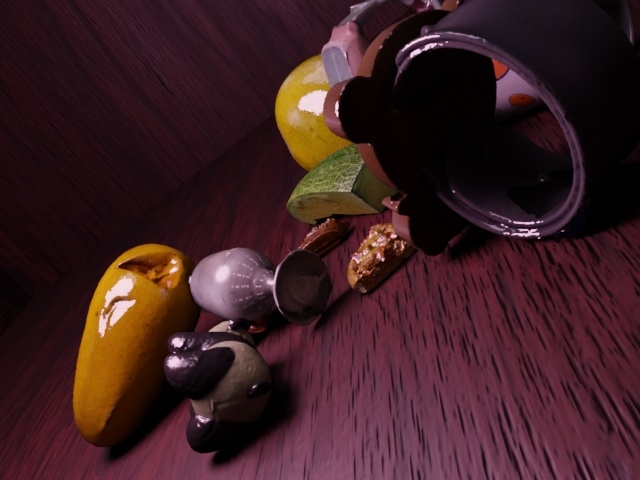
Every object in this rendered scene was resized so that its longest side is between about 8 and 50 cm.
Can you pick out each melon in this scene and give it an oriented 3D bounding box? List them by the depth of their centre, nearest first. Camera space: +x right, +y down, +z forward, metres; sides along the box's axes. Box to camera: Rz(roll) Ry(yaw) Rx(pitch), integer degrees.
[{"bbox_3d":[0.029,-0.104,1.666,0.196,0.124,0.323,-40,15,-34],"label":"melon"}]

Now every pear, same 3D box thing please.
[{"bbox_3d":[0.049,-0.275,1.816,0.294,0.294,0.294,-36,16,12],"label":"pear"}]

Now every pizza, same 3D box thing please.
[{"bbox_3d":[0.097,0.010,1.323,0.134,0.046,0.175,-33,16,21],"label":"pizza"}]

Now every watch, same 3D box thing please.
[{"bbox_3d":[0.230,-0.142,1.060,0.314,0.335,0.327,-41,33,-27],"label":"watch"},{"bbox_3d":[0.141,-0.342,1.603,0.241,0.253,0.162,-22,15,-15],"label":"watch"}]

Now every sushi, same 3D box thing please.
[{"bbox_3d":[0.000,0.000,1.575,0.120,0.052,0.055,-39,30,9],"label":"sushi"}]

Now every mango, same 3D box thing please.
[{"bbox_3d":[-0.320,0.182,1.487,0.253,0.182,0.365,118,166,-69],"label":"mango"}]

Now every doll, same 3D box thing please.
[{"bbox_3d":[-0.140,0.195,1.207,0.135,0.143,0.234,-16,13,-7],"label":"doll"}]

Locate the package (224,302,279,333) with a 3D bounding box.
[{"bbox_3d":[-0.112,0.126,1.497,0.232,0.040,0.166,-44,17,-23],"label":"package"}]

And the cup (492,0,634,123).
[{"bbox_3d":[0.326,-0.317,1.425,0.212,0.212,0.317,-49,16,-32],"label":"cup"}]

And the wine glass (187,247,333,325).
[{"bbox_3d":[-0.105,0.073,1.386,0.241,0.126,0.126,-3,37,46],"label":"wine glass"}]
